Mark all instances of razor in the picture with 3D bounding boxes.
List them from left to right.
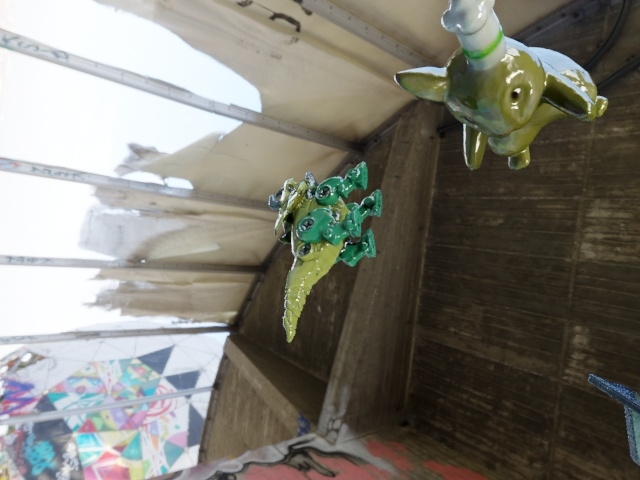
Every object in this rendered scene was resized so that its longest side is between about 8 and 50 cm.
[{"bbox_3d":[0.403,0.238,0.517,0.033,0.190,0.066,-39,-153,-6],"label":"razor"}]

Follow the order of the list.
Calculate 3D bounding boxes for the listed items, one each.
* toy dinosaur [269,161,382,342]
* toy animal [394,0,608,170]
[{"bbox_3d":[0.000,0.000,0.514,0.153,0.094,0.259,-17,-130,22],"label":"toy dinosaur"},{"bbox_3d":[0.257,-0.203,0.578,0.181,0.363,0.180,-31,-103,45],"label":"toy animal"}]
